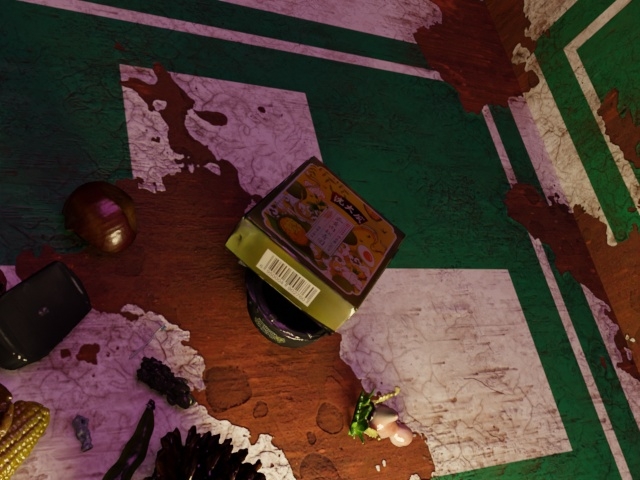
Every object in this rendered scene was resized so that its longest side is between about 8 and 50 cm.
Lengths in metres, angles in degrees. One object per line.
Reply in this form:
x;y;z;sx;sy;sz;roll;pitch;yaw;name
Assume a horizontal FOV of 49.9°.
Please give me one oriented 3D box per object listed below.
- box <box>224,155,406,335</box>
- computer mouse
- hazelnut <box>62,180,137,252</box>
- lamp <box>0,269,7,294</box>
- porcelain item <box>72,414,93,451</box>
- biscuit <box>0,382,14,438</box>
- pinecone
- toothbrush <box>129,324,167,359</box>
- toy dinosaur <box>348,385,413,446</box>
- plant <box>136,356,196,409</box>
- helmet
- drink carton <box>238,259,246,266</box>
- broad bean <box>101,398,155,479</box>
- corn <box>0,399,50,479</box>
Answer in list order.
0.000;0.000;1.886;0.373;0.138;0.420;40;39;1;box
-0.661;0.173;1.578;0.168;0.087;0.295;63;33;-16;computer mouse
-0.560;-0.067;1.765;0.170;0.160;0.202;10;19;-41;hazelnut
-0.764;0.105;1.555;0.092;0.107;0.107;16;43;27;lamp
-0.535;0.431;1.546;0.036;0.028;0.083;3;59;-50;porcelain item
-0.730;0.362;1.386;0.226;0.042;0.226;-2;40;2;biscuit
-0.244;0.562;1.504;0.296;0.242;0.298;24;47;-15;pinecone
-0.434;0.254;1.726;0.013;0.011;0.131;31;48;16;toothbrush
0.172;0.504;1.859;0.177;0.194;0.152;16;43;3;toy dinosaur
-0.371;0.347;1.669;0.174;0.087;0.085;43;24;-8;plant
-0.103;0.182;1.875;0.279;0.160;0.230;36;47;1;helmet
-0.067;0.062;1.985;0.315;0.130;0.106;27;42;-14;drink carton
-0.433;0.495;1.561;0.060;0.043;0.297;27;50;-1;broad bean
-0.686;0.470;1.370;0.120;0.120;0.363;42;51;-3;corn
